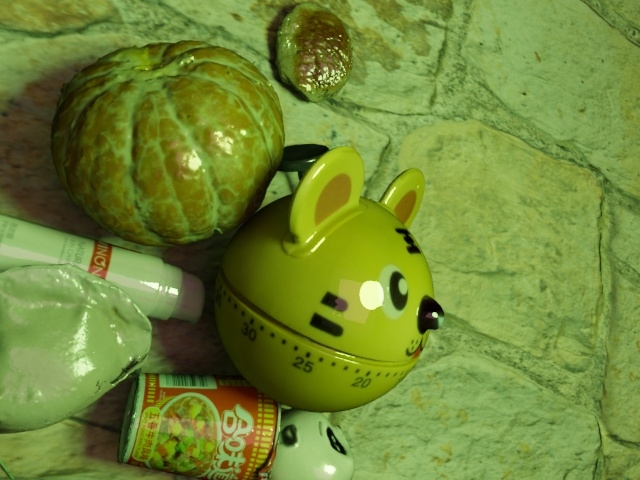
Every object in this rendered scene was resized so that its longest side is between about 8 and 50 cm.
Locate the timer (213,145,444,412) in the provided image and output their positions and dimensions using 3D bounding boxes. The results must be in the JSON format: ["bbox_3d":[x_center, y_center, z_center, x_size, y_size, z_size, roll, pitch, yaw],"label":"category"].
[{"bbox_3d":[0.025,0.054,0.853,0.375,0.376,0.387,20,105,-27],"label":"timer"}]

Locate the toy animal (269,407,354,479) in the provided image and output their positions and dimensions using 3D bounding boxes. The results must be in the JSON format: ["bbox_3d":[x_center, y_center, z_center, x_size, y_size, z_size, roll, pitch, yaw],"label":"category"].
[{"bbox_3d":[-0.019,0.396,0.937,0.165,0.187,0.235,-13,92,-18],"label":"toy animal"}]

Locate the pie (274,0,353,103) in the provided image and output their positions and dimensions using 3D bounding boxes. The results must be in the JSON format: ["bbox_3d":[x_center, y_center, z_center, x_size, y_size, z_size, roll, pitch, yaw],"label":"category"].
[{"bbox_3d":[-0.009,-0.358,1.070,0.163,0.079,0.194,4,83,-26],"label":"pie"}]

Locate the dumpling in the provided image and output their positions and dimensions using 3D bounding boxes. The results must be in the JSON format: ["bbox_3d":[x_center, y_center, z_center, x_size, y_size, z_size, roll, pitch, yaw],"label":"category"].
[{"bbox_3d":[-0.382,0.144,0.759,0.292,0.163,0.205,-23,88,-16],"label":"dumpling"}]

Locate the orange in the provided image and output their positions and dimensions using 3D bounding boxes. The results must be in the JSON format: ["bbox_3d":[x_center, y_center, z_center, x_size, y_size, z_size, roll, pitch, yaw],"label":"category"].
[{"bbox_3d":[-0.209,-0.140,0.806,0.329,0.329,0.249,-37,148,-27],"label":"orange"}]

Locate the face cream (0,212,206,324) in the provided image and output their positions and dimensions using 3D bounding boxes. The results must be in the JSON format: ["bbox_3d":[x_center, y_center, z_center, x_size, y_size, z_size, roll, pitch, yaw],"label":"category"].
[{"bbox_3d":[-0.334,0.050,0.831,0.345,0.102,0.102,18,77,-27],"label":"face cream"}]

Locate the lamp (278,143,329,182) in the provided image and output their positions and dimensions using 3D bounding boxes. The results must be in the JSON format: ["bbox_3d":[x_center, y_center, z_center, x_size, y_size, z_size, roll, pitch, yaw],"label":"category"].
[{"bbox_3d":[0.016,-0.004,1.034,0.130,0.108,0.372,-21,97,-26],"label":"lamp"}]

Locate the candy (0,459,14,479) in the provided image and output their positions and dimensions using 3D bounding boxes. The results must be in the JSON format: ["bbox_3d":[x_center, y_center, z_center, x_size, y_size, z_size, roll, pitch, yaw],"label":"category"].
[{"bbox_3d":[-0.452,0.304,0.791,0.023,0.025,0.083,-25,109,-1],"label":"candy"}]

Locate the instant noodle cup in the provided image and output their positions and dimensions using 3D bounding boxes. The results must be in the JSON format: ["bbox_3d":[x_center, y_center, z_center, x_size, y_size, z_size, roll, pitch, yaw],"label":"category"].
[{"bbox_3d":[-0.189,0.285,0.861,0.212,0.193,0.193,14,79,-21],"label":"instant noodle cup"}]
